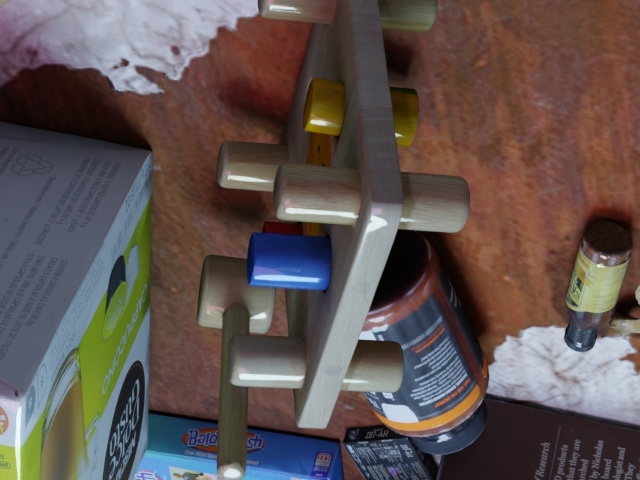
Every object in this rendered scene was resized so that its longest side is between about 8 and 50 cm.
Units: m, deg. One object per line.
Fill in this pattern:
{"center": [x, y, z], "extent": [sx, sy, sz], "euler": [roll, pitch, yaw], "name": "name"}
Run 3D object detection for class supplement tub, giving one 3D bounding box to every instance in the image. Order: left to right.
{"center": [0.074, 0.088, 1.534], "extent": [0.106, 0.106, 0.198], "euler": [-6, 133, 25], "name": "supplement tub"}

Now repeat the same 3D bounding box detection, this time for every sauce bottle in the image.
{"center": [0.214, 0.040, 1.478], "extent": [0.042, 0.042, 0.128], "euler": [13, 137, 6], "name": "sauce bottle"}

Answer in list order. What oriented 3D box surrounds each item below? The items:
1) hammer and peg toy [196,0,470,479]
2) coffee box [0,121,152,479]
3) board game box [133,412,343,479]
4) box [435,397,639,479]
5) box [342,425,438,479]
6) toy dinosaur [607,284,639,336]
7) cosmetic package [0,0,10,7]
{"center": [0.000, 0.000, 1.349], "extent": [0.127, 0.266, 0.361], "euler": [4, 139, -12], "name": "hammer and peg toy"}
{"center": [-0.337, 0.119, 1.494], "extent": [0.338, 0.337, 0.334], "euler": [10, 125, 8], "name": "coffee box"}
{"center": [-0.082, 0.241, 1.801], "extent": [0.210, 0.047, 0.160], "euler": [7, 139, 11], "name": "board game box"}
{"center": [0.285, 0.273, 1.637], "extent": [0.381, 0.143, 0.191], "euler": [12, 138, 10], "name": "box"}
{"center": [0.067, 0.203, 1.727], "extent": [0.067, 0.018, 0.083], "euler": [-9, 132, 28], "name": "box"}
{"center": [0.292, 0.049, 1.452], "extent": [0.092, 0.053, 0.183], "euler": [31, 138, -12], "name": "toy dinosaur"}
{"center": [-0.273, -0.191, 1.403], "extent": [0.115, 0.041, 0.060], "euler": [-25, 123, 38], "name": "cosmetic package"}
